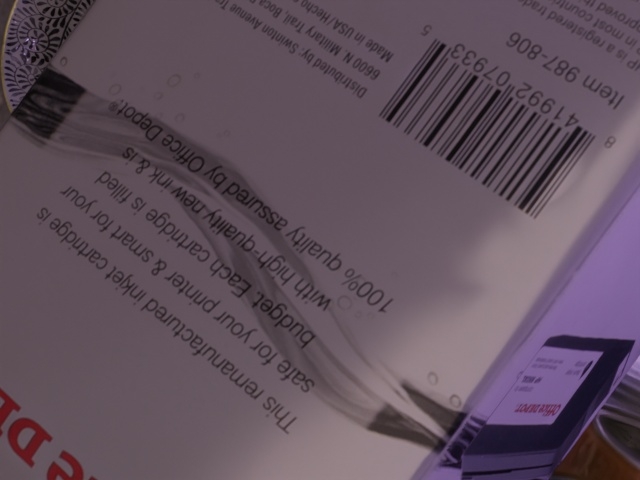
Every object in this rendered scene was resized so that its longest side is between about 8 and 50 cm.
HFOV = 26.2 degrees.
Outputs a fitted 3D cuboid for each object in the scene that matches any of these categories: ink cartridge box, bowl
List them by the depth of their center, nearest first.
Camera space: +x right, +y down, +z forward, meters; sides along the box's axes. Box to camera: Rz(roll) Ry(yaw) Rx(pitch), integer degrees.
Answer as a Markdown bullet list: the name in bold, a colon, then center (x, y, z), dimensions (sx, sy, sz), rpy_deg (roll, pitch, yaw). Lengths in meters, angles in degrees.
- **ink cartridge box**: center (0.000, 0.000, 0.664), dimensions (0.285, 0.166, 0.395), rpy_deg (37, 90, 29)
- **bowl**: center (-0.135, -0.131, 0.967), dimensions (0.170, 0.080, 0.170), rpy_deg (-8, 75, 30)

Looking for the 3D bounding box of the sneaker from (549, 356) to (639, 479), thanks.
- **sneaker**: center (0.150, 0.087, 0.749), dimensions (0.296, 0.131, 0.112), rpy_deg (36, 103, 24)
